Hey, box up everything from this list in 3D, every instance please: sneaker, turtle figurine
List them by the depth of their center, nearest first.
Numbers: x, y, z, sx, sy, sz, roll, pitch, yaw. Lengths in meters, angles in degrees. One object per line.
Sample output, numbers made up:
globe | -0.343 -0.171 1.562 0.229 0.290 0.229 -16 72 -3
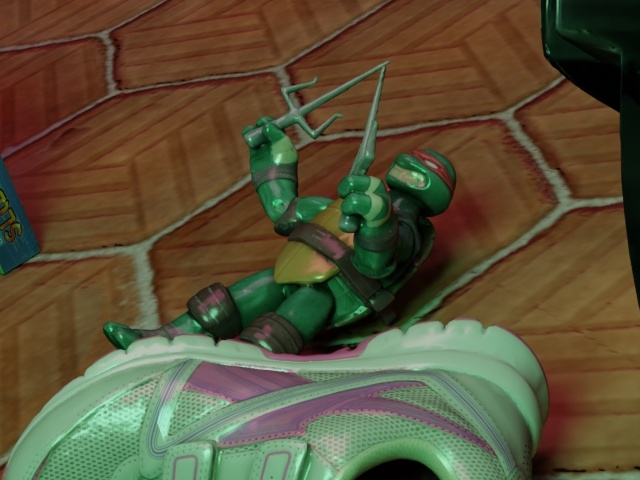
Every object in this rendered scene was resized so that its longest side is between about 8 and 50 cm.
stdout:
sneaker | -0.021 0.105 0.785 0.252 0.103 0.111 -10 30 6
turtle figurine | 0.000 0.000 0.966 0.234 0.118 0.175 -45 19 -15

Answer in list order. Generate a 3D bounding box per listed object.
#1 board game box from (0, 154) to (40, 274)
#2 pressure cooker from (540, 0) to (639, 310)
board game box | -0.272 -0.080 1.194 0.035 0.201 0.136 -36 31 -31
pressure cooker | 0.291 -0.052 0.599 0.420 0.370 0.375 5 39 40
